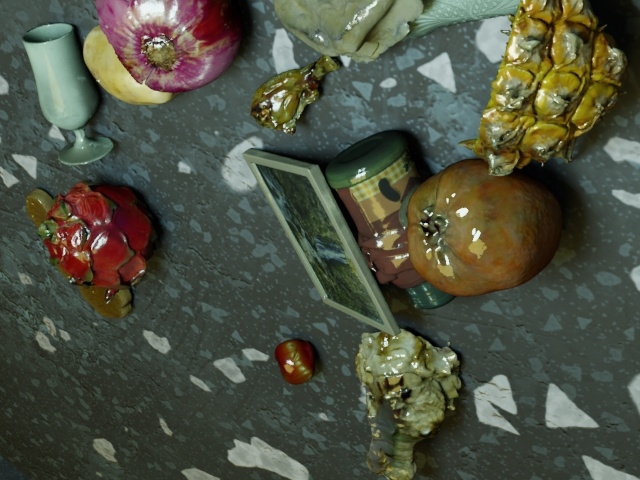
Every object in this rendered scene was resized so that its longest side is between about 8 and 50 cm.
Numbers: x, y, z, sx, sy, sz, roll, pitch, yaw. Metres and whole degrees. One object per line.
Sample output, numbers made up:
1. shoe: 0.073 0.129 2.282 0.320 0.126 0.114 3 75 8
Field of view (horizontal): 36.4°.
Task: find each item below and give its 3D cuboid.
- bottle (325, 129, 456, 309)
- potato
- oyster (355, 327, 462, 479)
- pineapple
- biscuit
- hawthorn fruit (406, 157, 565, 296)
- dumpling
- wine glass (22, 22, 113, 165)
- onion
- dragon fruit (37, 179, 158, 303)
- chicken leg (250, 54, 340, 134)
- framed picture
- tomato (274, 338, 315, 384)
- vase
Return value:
1. bottle: 0.126 -0.025 1.451 0.156 0.143 0.271 -29 108 6
2. potato: -0.301 -0.277 1.549 0.178 0.109 0.118 32 174 15
3. oyster: 0.133 0.299 1.740 0.198 0.133 0.337 28 134 24
4. pineapple: 0.265 -0.151 1.144 0.158 0.161 0.334 18 152 1
5. biscuit: -0.493 0.026 2.007 0.320 0.047 0.183 48 136 -11
6. hawthorn fruit: 0.243 -0.014 1.329 0.199 0.251 0.199 -11 77 56
7. dumpling: 0.005 -0.293 1.270 0.332 0.086 0.166 26 139 47
8. wine glass: -0.435 -0.253 1.675 0.103 0.103 0.231 10 127 29
9. onion: -0.204 -0.319 1.399 0.201 0.200 0.207 -8 109 40
10. dragon fruit: -0.395 -0.005 1.799 0.193 0.274 0.192 -40 58 25
11. chicken leg: -0.036 -0.218 1.449 0.178 0.070 0.093 -34 78 35
12. framed picture: 0.000 0.000 1.572 0.240 0.020 0.324 22 143 58
13. tomato: -0.045 0.228 1.839 0.087 0.075 0.087 161 90 -84
14. vase: 0.192 -0.304 1.187 0.219 0.096 0.096 -5 123 42
